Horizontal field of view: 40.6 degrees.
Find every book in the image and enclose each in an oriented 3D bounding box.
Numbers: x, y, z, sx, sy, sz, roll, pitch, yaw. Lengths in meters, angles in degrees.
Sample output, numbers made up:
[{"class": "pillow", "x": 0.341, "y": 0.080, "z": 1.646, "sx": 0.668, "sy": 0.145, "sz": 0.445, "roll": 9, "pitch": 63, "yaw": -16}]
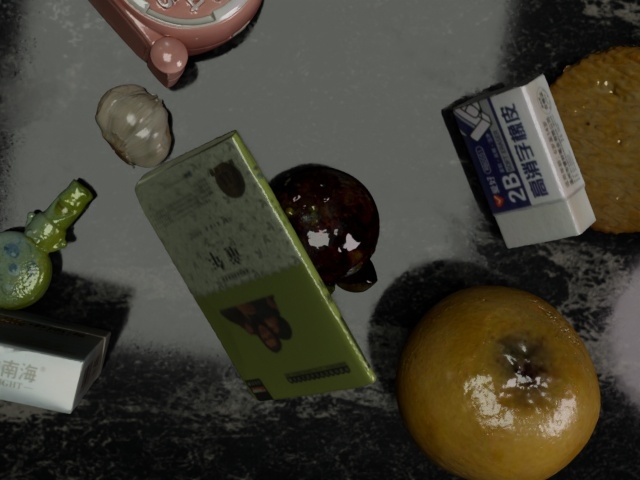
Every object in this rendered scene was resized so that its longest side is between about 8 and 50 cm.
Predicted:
[{"class": "book", "x": -0.092, "y": 0.046, "z": 1.103, "sx": 0.035, "sy": 0.239, "sz": 0.352, "roll": -37, "pitch": 102, "yaw": -41}]

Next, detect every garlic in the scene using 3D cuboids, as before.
[{"class": "garlic", "x": -0.239, "y": -0.151, "z": 1.129, "sx": 0.094, "sy": 0.074, "sz": 0.113, "roll": -43, "pitch": 106, "yaw": -4}]

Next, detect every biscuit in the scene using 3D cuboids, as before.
[{"class": "biscuit", "x": 0.398, "y": -0.130, "z": 1.143, "sx": 0.254, "sy": 0.035, "sz": 0.254, "roll": 3, "pitch": 95, "yaw": 34}]

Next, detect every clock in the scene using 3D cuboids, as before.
[{"class": "clock", "x": -0.176, "y": -0.349, "z": 1.089, "sx": 0.241, "sy": 0.142, "sz": 0.227, "roll": -44, "pitch": 99, "yaw": -9}]

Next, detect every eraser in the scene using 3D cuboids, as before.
[{"class": "eraser", "x": 0.271, "y": -0.102, "z": 1.156, "sx": 0.068, "sy": 0.124, "sz": 0.210, "roll": -31, "pitch": 102, "yaw": -42}]

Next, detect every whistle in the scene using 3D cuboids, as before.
[{"class": "whistle", "x": -0.378, "y": 0.004, "z": 1.152, "sx": 0.104, "sy": 0.057, "sz": 0.198, "roll": 39, "pitch": 84, "yaw": 7}]

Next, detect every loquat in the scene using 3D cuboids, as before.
[{"class": "loquat", "x": 0.229, "y": 0.188, "z": 1.126, "sx": 0.263, "sy": 0.263, "sz": 0.263, "roll": -1, "pitch": 97, "yaw": -5}]

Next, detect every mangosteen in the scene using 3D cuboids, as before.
[{"class": "mangosteen", "x": 0.003, "y": -0.006, "z": 1.136, "sx": 0.172, "sy": 0.172, "sz": 0.184, "roll": -35, "pitch": 126, "yaw": 0}]

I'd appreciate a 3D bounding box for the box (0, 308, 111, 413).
[{"class": "box", "x": -0.354, "y": 0.141, "z": 1.070, "sx": 0.155, "sy": 0.243, "sz": 0.067, "roll": 15, "pitch": 91, "yaw": -8}]
